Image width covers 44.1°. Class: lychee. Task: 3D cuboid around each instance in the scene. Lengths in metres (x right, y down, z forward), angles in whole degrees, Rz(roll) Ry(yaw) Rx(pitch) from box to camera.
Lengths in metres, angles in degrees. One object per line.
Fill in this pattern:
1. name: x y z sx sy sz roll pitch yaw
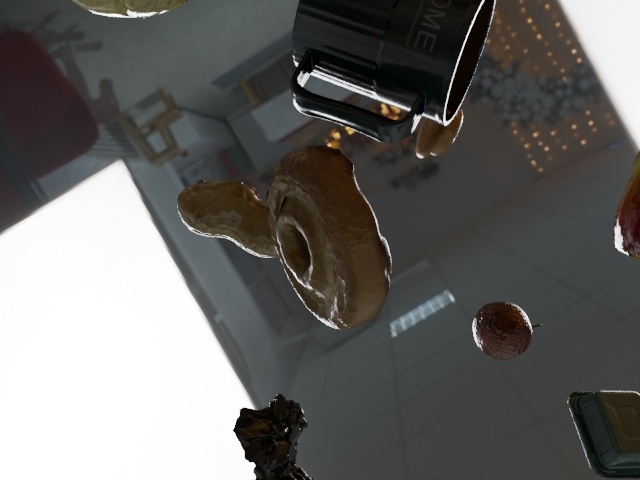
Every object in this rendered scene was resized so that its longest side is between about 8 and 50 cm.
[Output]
1. lychee: 0.330 0.165 1.412 0.140 0.114 0.101 59 45 -63

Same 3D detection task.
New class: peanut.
1. peanut: -0.129 -0.036 1.419 0.101 0.263 0.117 -156 -90 -85

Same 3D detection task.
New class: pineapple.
1. pineapple: -0.056 0.298 0.907 0.111 0.237 0.119 5 164 -12

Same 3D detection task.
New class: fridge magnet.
1. fridge magnet: 0.243 -0.230 1.621 0.143 0.063 0.143 -57 -166 23

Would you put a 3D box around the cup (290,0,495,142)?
1. cup: 0.112 -0.330 1.366 0.308 0.292 0.242 -69 167 7

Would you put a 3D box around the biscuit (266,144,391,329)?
1. biscuit: 0.000 0.000 1.222 0.102 0.296 0.296 -20 178 -20

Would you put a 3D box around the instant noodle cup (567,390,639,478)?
1. instant noodle cup: 0.571 0.361 1.507 0.157 0.179 0.070 6 142 -22

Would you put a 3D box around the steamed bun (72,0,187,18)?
1. steamed bun: -0.243 -0.405 0.992 0.273 0.232 0.166 21 -143 36

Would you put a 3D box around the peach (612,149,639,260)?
1. peach: 0.635 -0.051 1.129 0.380 0.243 0.306 16 -172 20
